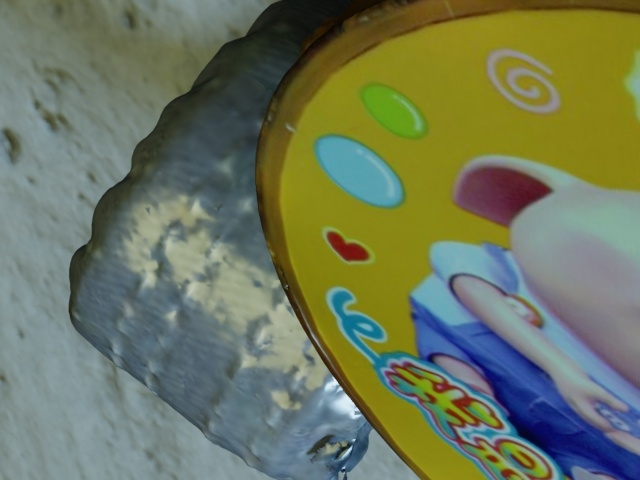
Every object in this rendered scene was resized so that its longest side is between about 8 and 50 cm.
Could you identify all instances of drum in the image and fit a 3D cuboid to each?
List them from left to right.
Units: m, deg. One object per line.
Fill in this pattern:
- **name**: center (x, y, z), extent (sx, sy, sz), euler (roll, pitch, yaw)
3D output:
- **drum**: center (0.208, 0.002, 0.631), extent (0.431, 0.214, 0.431), euler (27, 153, 15)

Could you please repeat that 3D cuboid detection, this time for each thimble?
- **thimble**: center (0.000, 0.000, 0.996), extent (0.172, 0.236, 0.205), euler (38, 125, 5)
